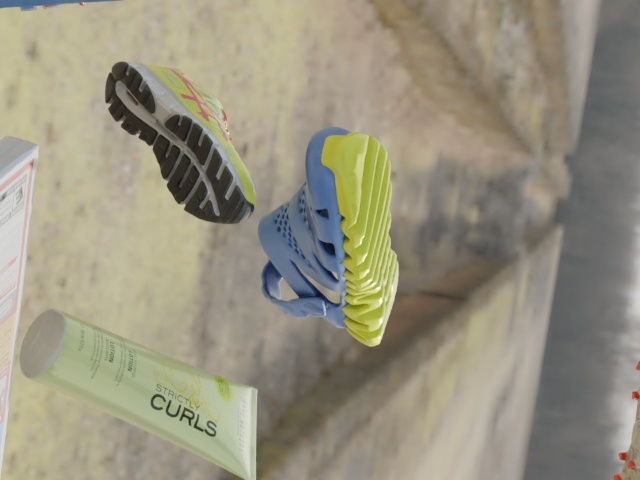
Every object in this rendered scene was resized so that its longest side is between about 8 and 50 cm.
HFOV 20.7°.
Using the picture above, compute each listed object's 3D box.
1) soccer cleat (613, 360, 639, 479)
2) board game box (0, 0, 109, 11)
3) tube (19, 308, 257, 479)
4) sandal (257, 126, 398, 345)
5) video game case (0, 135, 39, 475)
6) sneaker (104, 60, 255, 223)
[{"bbox_3d":[0.344,0.173,1.711,0.068,0.076,0.196,-119,-143,-65],"label":"soccer cleat"},{"bbox_3d":[-0.175,-0.222,1.349,0.033,0.169,0.133,60,37,-49],"label":"board game box"},{"bbox_3d":[-0.139,0.125,1.467,0.240,0.062,0.070,30,89,-37],"label":"tube"},{"bbox_3d":[0.000,0.000,1.716,0.317,0.138,0.126,86,18,-56],"label":"sandal"},{"bbox_3d":[-0.234,0.101,1.031,0.204,0.025,0.285,-54,158,-59],"label":"video game case"},{"bbox_3d":[-0.115,-0.102,1.679,0.094,0.208,0.081,-11,145,-46],"label":"sneaker"}]
